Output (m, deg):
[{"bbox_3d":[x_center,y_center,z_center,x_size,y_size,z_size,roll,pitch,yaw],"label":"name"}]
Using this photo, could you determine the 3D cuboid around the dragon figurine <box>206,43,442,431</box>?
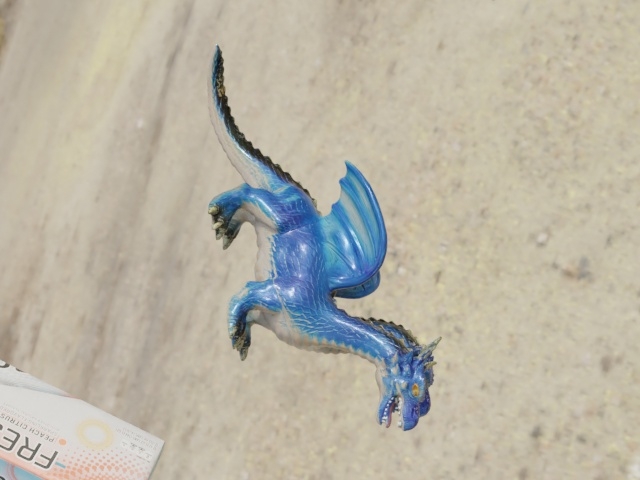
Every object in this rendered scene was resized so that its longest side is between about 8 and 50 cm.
[{"bbox_3d":[0.000,0.000,0.784,0.085,0.144,0.289,83,176,-72],"label":"dragon figurine"}]

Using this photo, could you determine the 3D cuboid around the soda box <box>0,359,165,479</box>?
[{"bbox_3d":[-0.182,0.107,0.606,0.058,0.183,0.063,-60,5,34],"label":"soda box"}]
